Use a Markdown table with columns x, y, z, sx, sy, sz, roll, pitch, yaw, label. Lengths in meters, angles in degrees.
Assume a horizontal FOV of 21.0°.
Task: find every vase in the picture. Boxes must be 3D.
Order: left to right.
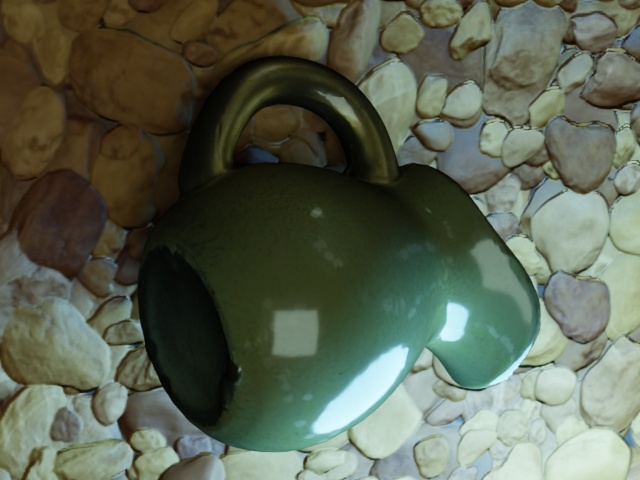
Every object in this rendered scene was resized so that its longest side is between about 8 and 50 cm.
| x | y | z | sx | sy | sz | roll | pitch | yaw | label |
| --- | --- | --- | --- | --- | --- | --- | --- | --- | --- |
| 0.000 | 0.000 | 1.472 | 0.302 | 0.241 | 0.329 | -15 | 88 | -30 | vase |
